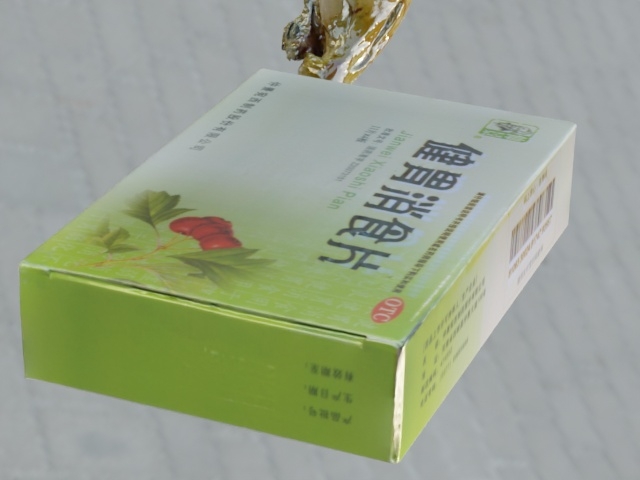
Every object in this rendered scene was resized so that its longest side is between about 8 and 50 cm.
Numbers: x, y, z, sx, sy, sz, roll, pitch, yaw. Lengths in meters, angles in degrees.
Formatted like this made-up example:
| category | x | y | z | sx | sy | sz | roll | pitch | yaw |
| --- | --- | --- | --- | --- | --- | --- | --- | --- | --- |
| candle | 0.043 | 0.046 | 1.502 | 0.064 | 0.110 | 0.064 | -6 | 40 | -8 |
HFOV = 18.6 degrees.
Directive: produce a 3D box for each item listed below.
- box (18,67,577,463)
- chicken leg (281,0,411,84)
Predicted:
| category | x | y | z | sx | sy | sz | roll | pitch | yaw |
| --- | --- | --- | --- | --- | --- | --- | --- | --- | --- |
| box | 0.000 | 0.000 | 0.906 | 0.175 | 0.062 | 0.260 | 12 | 27 | 19 |
| chicken leg | 0.015 | -0.168 | 1.540 | 0.085 | 0.207 | 0.101 | 19 | -9 | 17 |
